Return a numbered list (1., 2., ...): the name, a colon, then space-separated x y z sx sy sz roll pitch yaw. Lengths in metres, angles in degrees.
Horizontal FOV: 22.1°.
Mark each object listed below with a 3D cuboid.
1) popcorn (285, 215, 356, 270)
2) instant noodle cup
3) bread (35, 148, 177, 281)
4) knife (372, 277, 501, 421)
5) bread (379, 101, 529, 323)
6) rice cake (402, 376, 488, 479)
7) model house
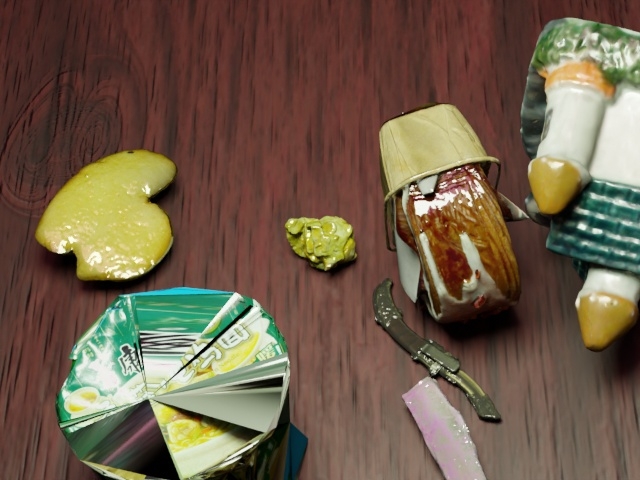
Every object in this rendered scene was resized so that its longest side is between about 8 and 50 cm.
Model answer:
1. popcorn: 0.000 0.002 1.813 0.083 0.060 0.068 12 14 9
2. instant noodle cup: -0.127 0.188 1.603 0.240 0.178 0.240 -5 50 6
3. bread: -0.226 -0.021 1.874 0.149 0.065 0.188 30 57 17
4. knife: 0.113 0.117 1.722 0.045 0.021 0.222 -27 51 -16
5. bread: 0.137 -0.022 1.707 0.142 0.224 0.212 -21 72 -4
6. rice cake: 0.135 0.222 1.622 0.047 0.036 0.207 -22 51 -2
7. model house: 0.275 -0.034 1.676 0.190 0.271 0.301 14 66 8
